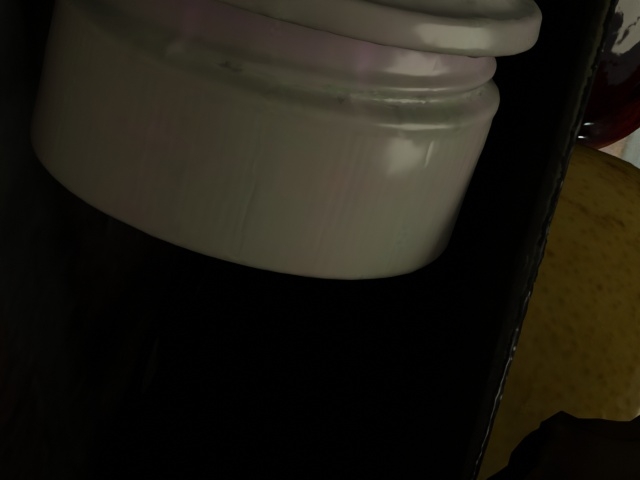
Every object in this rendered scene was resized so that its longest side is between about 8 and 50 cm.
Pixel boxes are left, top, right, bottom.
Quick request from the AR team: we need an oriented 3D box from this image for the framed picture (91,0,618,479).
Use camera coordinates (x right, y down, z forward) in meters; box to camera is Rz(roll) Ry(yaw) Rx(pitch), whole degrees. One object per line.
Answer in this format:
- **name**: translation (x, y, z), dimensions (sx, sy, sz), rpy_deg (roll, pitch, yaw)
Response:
- **framed picture**: translation (0.000, 0.000, 0.579), dimensions (0.324, 0.013, 0.244), rpy_deg (-22, -135, 61)

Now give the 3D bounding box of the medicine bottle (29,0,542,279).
- **medicine bottle**: translation (0.013, -0.149, 0.412), dimensions (0.170, 0.170, 0.293), rpy_deg (-52, 159, -67)

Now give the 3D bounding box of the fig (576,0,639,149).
- **fig**: translation (0.096, -0.149, 0.811), dimensions (0.214, 0.235, 0.235), rpy_deg (-32, 158, -13)

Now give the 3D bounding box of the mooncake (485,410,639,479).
- **mooncake**: translation (0.072, 0.211, 0.462), dimensions (0.324, 0.187, 0.324), rpy_deg (-56, 171, -14)

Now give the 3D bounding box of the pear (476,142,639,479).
- **pear**: translation (0.067, 0.087, 0.754), dimensions (0.314, 0.314, 0.314), rpy_deg (16, 90, -81)
